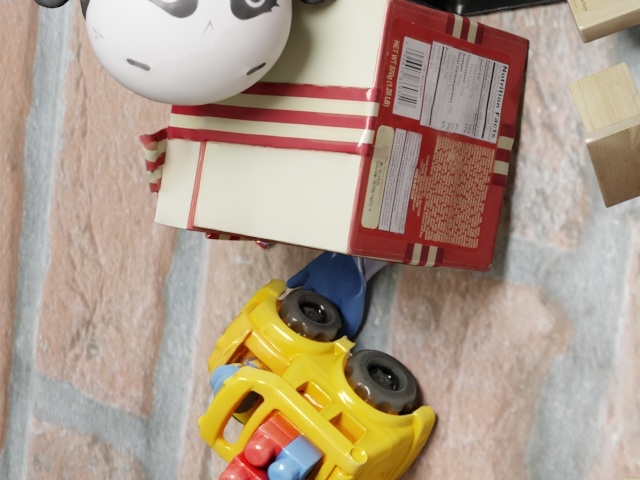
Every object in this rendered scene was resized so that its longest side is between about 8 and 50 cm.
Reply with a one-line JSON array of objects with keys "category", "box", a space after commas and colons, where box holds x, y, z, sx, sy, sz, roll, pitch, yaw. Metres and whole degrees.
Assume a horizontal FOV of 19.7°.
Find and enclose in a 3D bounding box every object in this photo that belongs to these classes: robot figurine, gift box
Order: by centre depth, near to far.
[{"category": "robot figurine", "box": [-0.116, -0.244, 1.509, 0.209, 0.173, 0.278, -24, 56, 21]}, {"category": "gift box", "box": [-0.002, -0.114, 1.636, 0.258, 0.276, 0.255, 10, 86, 40]}]

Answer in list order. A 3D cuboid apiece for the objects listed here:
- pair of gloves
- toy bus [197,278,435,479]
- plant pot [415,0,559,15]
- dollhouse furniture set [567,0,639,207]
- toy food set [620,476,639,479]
[{"category": "pair of gloves", "box": [0.000, 0.000, 1.819, 0.159, 0.023, 0.198, -41, 67, 38]}, {"category": "toy bus", "box": [-0.038, 0.168, 1.729, 0.220, 0.211, 0.149, 42, 124, 14]}, {"category": "plant pot", "box": [0.138, -0.304, 1.578, 0.187, 0.188, 0.167, -3, 77, 42]}, {"category": "dollhouse furniture set", "box": [0.274, -0.139, 1.539, 0.144, 0.123, 0.151, -20, 61, 7]}, {"category": "toy food set", "box": [0.283, 0.267, 1.596, 0.078, 0.019, 0.122, -3, 92, 41]}]
